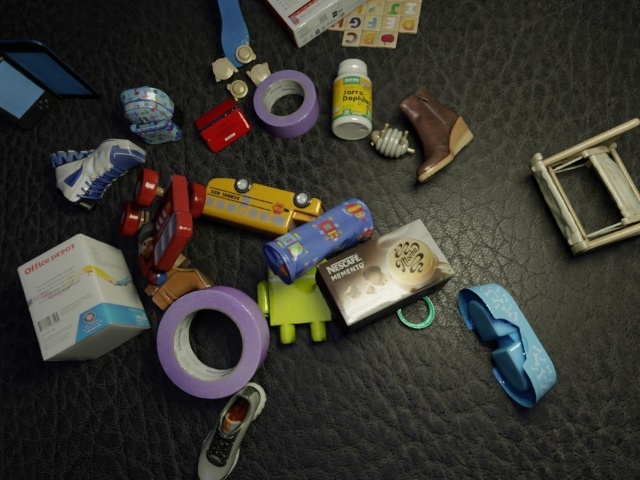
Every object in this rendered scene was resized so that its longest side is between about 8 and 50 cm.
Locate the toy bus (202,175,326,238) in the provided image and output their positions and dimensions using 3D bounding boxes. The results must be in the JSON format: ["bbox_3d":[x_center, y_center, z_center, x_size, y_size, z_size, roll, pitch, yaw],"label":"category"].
[{"bbox_3d":[-0.158,-0.088,1.236,0.332,0.108,0.130,15,78,13],"label":"toy bus"}]

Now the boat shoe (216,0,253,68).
[{"bbox_3d":[-0.275,-0.688,1.422,0.109,0.089,0.258,-4,97,-6],"label":"boat shoe"}]

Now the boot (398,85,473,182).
[{"bbox_3d":[0.284,-0.291,1.203,0.207,0.090,0.248,45,65,3],"label":"boot"}]

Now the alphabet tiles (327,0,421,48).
[{"bbox_3d":[0.181,-0.770,1.414,0.285,0.011,0.343,8,77,11],"label":"alphabet tiles"}]

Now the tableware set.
[{"bbox_3d":[-0.248,-0.533,1.390,0.168,0.020,0.141,-34,101,-3],"label":"tableware set"}]

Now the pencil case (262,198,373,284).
[{"bbox_3d":[0.000,0.000,1.126,0.306,0.133,0.119,-29,77,-30],"label":"pencil case"}]

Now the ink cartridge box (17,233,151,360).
[{"bbox_3d":[-0.642,0.160,1.204,0.198,0.197,0.270,-29,73,2],"label":"ink cartridge box"}]

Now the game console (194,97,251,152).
[{"bbox_3d":[-0.308,-0.364,1.385,0.144,0.085,0.124,-34,104,0],"label":"game console"}]

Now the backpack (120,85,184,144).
[{"bbox_3d":[-0.521,-0.386,1.342,0.158,0.173,0.117,-5,74,7],"label":"backpack"}]

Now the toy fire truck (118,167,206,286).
[{"bbox_3d":[-0.421,-0.023,1.161,0.302,0.169,0.254,-48,43,34],"label":"toy fire truck"}]

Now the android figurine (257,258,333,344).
[{"bbox_3d":[-0.054,0.139,1.186,0.248,0.056,0.273,-8,75,8],"label":"android figurine"}]

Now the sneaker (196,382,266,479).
[{"bbox_3d":[-0.237,0.486,1.099,0.100,0.108,0.272,25,82,13],"label":"sneaker"}]

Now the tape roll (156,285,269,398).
[{"bbox_3d":[-0.275,0.259,1.137,0.274,0.090,0.275,0,91,8],"label":"tape roll"}]

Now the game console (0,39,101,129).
[{"bbox_3d":[-0.897,-0.469,1.364,0.173,0.293,0.250,36,84,16],"label":"game console"}]

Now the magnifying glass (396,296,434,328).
[{"bbox_3d":[0.200,0.140,1.161,0.231,0.026,0.092,42,85,18],"label":"magnifying glass"}]

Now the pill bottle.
[{"bbox_3d":[0.092,-0.411,1.277,0.117,0.117,0.209,0,75,9],"label":"pill bottle"}]

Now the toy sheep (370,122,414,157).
[{"bbox_3d":[0.203,-0.275,1.239,0.132,0.091,0.091,26,81,9],"label":"toy sheep"}]

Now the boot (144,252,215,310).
[{"bbox_3d":[-0.394,0.138,1.237,0.197,0.073,0.152,37,83,28],"label":"boot"}]

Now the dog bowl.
[{"bbox_3d":[0.436,0.234,1.031,0.074,0.166,0.297,-22,72,-10],"label":"dog bowl"}]

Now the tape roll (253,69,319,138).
[{"bbox_3d":[-0.101,-0.412,1.329,0.188,0.080,0.189,-2,75,8],"label":"tape roll"}]

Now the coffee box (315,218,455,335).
[{"bbox_3d":[0.153,0.092,1.097,0.297,0.119,0.168,-23,68,-11],"label":"coffee box"}]

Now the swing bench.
[{"bbox_3d":[0.682,-0.117,1.082,0.254,0.165,0.253,-20,73,9],"label":"swing bench"}]

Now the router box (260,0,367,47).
[{"bbox_3d":[-0.019,-0.835,1.419,0.335,0.082,0.301,-34,71,1],"label":"router box"}]

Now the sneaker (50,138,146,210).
[{"bbox_3d":[-0.686,-0.189,1.354,0.315,0.127,0.182,-9,77,14],"label":"sneaker"}]
